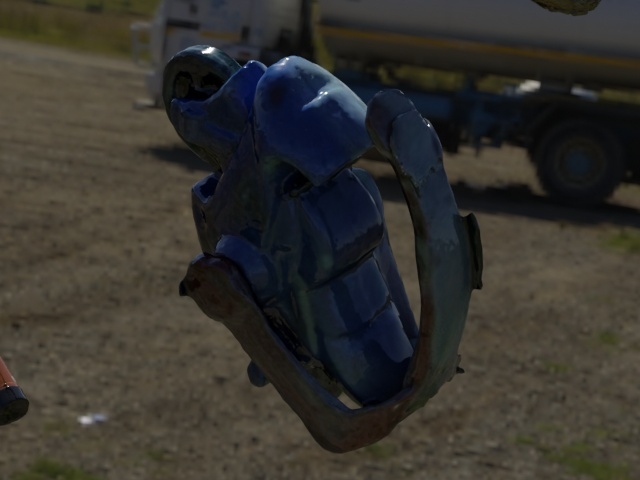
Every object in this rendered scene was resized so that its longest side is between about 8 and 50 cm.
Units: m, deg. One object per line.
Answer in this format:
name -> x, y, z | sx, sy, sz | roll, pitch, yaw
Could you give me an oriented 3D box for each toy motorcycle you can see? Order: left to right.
toy motorcycle -> 0.012, -0.011, 1.036 | 0.241, 0.319, 0.182 | -12, 20, 20

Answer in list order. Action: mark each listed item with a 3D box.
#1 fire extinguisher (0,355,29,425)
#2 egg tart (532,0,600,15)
fire extinguisher -> -0.421, 0.149, 1.679 | 0.050, 0.062, 0.177 | -26, 56, -22
egg tart -> 0.227, -0.274, 1.334 | 0.129, 0.128, 0.049 | 6, -19, -22
